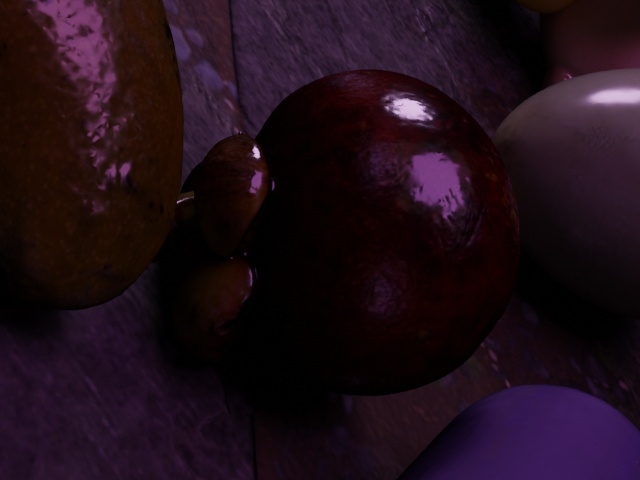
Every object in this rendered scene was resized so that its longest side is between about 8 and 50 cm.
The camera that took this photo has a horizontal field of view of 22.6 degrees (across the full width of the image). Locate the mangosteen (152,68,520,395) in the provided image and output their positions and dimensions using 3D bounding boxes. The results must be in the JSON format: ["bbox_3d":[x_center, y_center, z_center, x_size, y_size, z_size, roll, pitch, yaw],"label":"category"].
[{"bbox_3d":[0.000,0.000,1.035,0.258,0.215,0.215,-7,63,-20],"label":"mangosteen"}]

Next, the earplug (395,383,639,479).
[{"bbox_3d":[0.093,0.228,0.939,0.215,0.215,0.456,54,29,-2],"label":"earplug"}]

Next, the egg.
[{"bbox_3d":[0.274,-0.043,1.388,0.295,0.218,0.218,14,50,-32],"label":"egg"}]

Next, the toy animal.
[{"bbox_3d":[0.319,-0.281,1.563,0.278,0.247,0.345,-14,100,-54],"label":"toy animal"}]

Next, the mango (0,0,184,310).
[{"bbox_3d":[-0.174,-0.125,0.940,0.329,0.177,0.175,57,-9,8],"label":"mango"}]
